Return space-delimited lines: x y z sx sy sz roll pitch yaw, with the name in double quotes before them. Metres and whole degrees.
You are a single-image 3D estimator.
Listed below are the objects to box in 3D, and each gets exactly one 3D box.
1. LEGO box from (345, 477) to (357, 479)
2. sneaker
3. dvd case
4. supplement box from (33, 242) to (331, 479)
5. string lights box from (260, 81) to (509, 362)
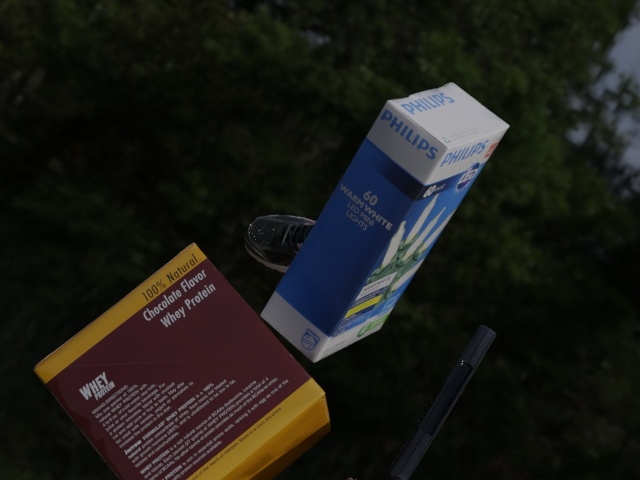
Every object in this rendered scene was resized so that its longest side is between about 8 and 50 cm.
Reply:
"LEGO box" 0.186 0.527 1.801 0.500 0.193 0.372 31 9 2
"sneaker" 0.000 0.000 1.768 0.178 0.072 0.077 10 -21 8
"dvd case" 0.084 0.206 1.456 0.022 0.180 0.253 32 37 7
"supplement box" -0.125 0.148 1.431 0.194 0.191 0.129 47 -12 19
"string lights box" 0.058 -0.018 1.443 0.077 0.259 0.133 41 30 17
